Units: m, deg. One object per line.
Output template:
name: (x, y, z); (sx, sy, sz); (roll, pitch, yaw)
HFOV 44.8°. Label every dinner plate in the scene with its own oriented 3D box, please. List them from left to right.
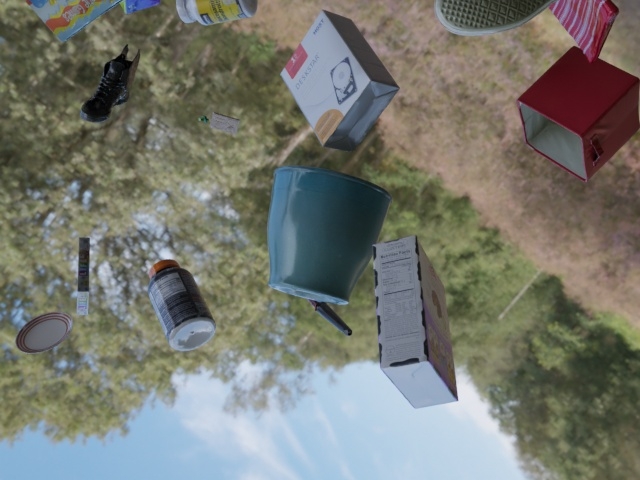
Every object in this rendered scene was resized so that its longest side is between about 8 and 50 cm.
dinner plate: (-0.661, 0.224, 1.863); (0.141, 0.141, 0.017); (47, 156, 50)

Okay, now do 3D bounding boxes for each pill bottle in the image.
pill bottle: (-0.376, 0.160, 2.046); (0.130, 0.130, 0.246); (32, -160, -49)
pill bottle: (-0.254, -0.585, 1.899); (0.184, 0.103, 0.103); (-5, 170, 20)

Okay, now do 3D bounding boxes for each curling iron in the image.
curling iron: (-0.008, 0.146, 1.853); (0.274, 0.035, 0.068); (46, 164, 43)

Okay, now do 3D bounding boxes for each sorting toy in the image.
sorting toy: (-0.209, -0.247, 1.599); (0.083, 0.012, 0.062); (16, 155, -7)

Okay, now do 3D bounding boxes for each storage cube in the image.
storage cube: (0.594, -0.288, 1.773); (0.215, 0.193, 0.184); (41, 171, 36)

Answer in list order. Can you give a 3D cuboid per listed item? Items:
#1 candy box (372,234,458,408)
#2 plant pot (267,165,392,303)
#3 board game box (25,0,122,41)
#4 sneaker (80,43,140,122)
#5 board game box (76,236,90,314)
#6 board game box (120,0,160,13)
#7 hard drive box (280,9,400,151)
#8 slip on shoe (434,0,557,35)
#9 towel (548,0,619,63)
candy box: (0.136, 0.119, 1.114); (0.165, 0.070, 0.196); (53, -151, -51)
plant pot: (0.000, 0.000, 1.706); (0.271, 0.255, 0.271); (13, 172, 2)
board game box: (-0.390, -0.460, 1.233); (0.142, 0.144, 0.275); (51, -164, -36)
sneaker: (-0.370, -0.278, 1.371); (0.051, 0.089, 0.170); (20, -146, 5)
board game box: (-0.561, 0.084, 1.835); (0.026, 0.103, 0.154); (2, -127, -17)
board game box: (-0.424, -0.656, 1.515); (0.347, 0.078, 0.233); (58, 159, 18)
hard drive box: (0.035, -0.331, 1.617); (0.089, 0.181, 0.232); (5, -135, -41)
slip on shoe: (0.319, -0.419, 1.314); (0.123, 0.331, 0.101); (63, 154, -3)
towel: (0.513, -0.518, 1.619); (0.275, 0.031, 0.199); (58, 177, 18)
